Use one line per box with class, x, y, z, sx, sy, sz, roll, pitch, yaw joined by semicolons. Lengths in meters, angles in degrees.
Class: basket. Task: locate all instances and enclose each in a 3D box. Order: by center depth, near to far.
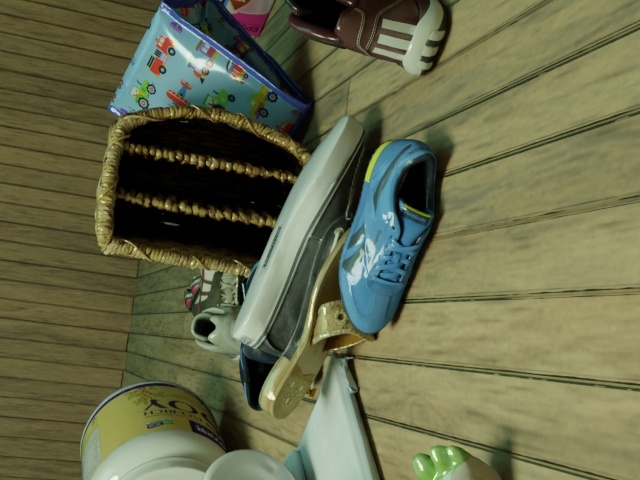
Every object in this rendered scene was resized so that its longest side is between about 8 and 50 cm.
basket;-0.152;-0.078;1.269;0.223;0.299;0.213;-147;68;-73

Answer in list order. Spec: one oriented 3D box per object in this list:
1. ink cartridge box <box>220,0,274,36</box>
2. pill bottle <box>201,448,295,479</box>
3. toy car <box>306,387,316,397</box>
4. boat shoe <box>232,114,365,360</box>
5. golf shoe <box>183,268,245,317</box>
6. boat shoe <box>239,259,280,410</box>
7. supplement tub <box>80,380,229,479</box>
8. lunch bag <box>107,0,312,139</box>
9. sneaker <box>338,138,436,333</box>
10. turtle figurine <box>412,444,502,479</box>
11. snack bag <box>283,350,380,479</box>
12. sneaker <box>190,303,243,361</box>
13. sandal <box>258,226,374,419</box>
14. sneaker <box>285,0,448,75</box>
ink cartridge box;-0.172;-0.490;1.730;0.371;0.176;0.069;130;144;-58
pill bottle;-0.109;0.354;1.103;0.208;0.119;0.119;115;156;-43
toy car;-0.022;0.156;1.126;0.122;0.040;0.060;145;144;-85
boat shoe;0.000;0.000;1.095;0.301;0.102;0.108;-66;13;-6
golf shoe;-0.164;0.070;1.596;0.273;0.105;0.120;110;144;-47
boat shoe;-0.057;0.133;1.221;0.089;0.109;0.258;-91;3;-46
supplement tub;-0.259;0.386;1.458;0.331;0.241;0.241;-144;65;-70
lunch bag;-0.158;-0.211;1.443;0.221;0.293;0.138;-52;-10;34
sneaker;0.071;0.001;0.919;0.082;0.069;0.209;-145;65;-66
turtle figurine;0.030;0.277;0.642;0.266;0.275;0.198;-68;-32;-51
snack bag;-0.004;0.351;1.028;0.323;0.037;0.342;-106;31;-54
sneaker;-0.153;0.139;1.451;0.262;0.121;0.099;155;123;-69
sandal;0.023;0.105;1.022;0.079;0.088;0.240;29;91;31
sneaker;0.029;-0.284;1.032;0.281;0.162;0.106;-113;36;-58
